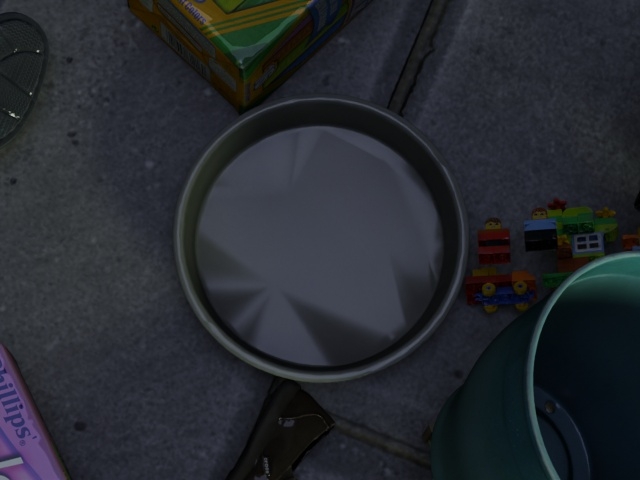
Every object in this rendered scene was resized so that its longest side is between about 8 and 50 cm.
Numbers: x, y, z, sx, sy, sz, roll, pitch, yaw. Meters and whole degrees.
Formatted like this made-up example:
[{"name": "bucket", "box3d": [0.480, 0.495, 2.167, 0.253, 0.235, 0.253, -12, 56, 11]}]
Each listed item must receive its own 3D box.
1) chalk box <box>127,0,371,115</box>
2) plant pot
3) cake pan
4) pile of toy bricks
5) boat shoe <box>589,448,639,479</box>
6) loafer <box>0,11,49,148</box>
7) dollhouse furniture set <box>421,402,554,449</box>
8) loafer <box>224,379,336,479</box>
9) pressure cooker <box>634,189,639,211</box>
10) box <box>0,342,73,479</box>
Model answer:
[{"name": "chalk box", "box3d": [-0.035, -0.298, 1.893, 0.180, 0.179, 0.289, 44, 80, 7]}, {"name": "plant pot", "box3d": [0.233, 0.177, 1.674, 0.272, 0.255, 0.271, 10, 68, -24]}, {"name": "cake pan", "box3d": [0.000, 0.000, 1.891, 0.293, 0.054, 0.293, 0, 77, -2]}, {"name": "pile of toy bricks", "box3d": [0.248, 0.002, 1.883, 0.212, 0.118, 0.105, -3, 45, 7]}, {"name": "boat shoe", "box3d": [0.321, 0.229, 1.827, 0.102, 0.108, 0.301, 21, 83, -34]}, {"name": "loafer", "box3d": [-0.378, -0.096, 1.884, 0.109, 0.095, 0.302, 36, 73, -29]}, {"name": "dollhouse furniture set", "box3d": [0.201, 0.245, 1.816, 0.161, 0.101, 0.181, -15, 78, -5]}, {"name": "loafer", "box3d": [-0.053, 0.242, 1.820, 0.078, 0.080, 0.220, 27, 78, 5]}, {"name": "pressure cooker", "box3d": [0.495, -0.099, 1.769, 0.420, 0.370, 0.375, 35, 75, 2]}, {"name": "box", "box3d": [-0.359, 0.250, 1.791, 0.243, 0.117, 0.213, -25, 79, -8]}]
